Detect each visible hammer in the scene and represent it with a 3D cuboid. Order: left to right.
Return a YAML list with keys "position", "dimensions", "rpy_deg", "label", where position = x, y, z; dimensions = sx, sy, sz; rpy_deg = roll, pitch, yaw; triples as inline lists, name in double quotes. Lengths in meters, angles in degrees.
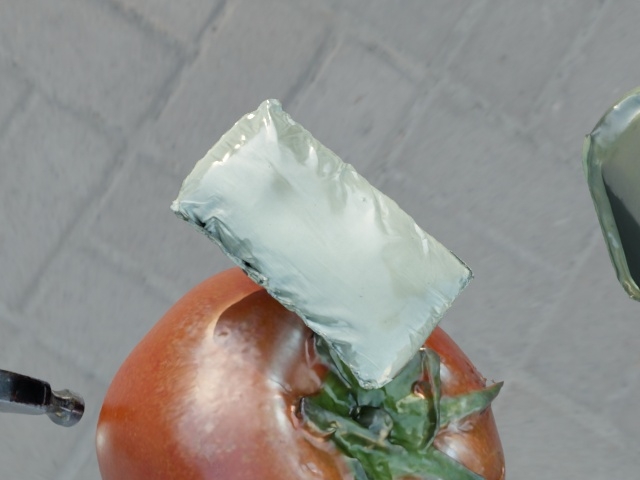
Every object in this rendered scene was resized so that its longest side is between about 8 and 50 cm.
- position: [-0.358, 0.145, 1.592]
  dimensions: [0.290, 0.137, 0.037]
  rpy_deg: [-10, 67, 33]
  label: "hammer"

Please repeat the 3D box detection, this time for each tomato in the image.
- position: [-0.021, 0.186, 1.552]
  dimensions: [0.341, 0.273, 0.341]
  rpy_deg: [14, 63, -28]
  label: "tomato"

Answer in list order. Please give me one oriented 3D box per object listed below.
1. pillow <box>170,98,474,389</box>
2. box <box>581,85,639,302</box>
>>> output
- position: [0.000, 0.000, 1.419]
  dimensions: [0.229, 0.051, 0.128]
  rpy_deg: [42, 74, 9]
  label: "pillow"
- position: [0.273, -0.015, 0.808]
  dimensions: [0.274, 0.178, 0.138]
  rpy_deg: [-22, 123, 4]
  label: "box"
